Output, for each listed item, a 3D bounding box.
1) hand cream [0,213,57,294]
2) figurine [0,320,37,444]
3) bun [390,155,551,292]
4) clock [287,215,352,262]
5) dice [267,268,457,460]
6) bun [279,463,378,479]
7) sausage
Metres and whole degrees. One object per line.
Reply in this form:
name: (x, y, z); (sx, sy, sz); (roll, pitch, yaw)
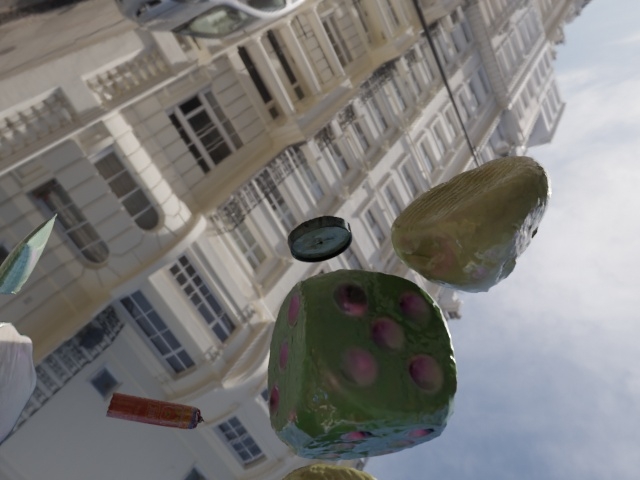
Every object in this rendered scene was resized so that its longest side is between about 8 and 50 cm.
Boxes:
hand cream: (-0.524, 0.029, 0.900); (0.205, 0.050, 0.078); (-39, -162, 34)
figurine: (-0.613, 0.192, 0.704); (0.341, 0.231, 0.323); (8, -157, 6)
bun: (0.331, -0.025, 1.090); (0.361, 0.212, 0.361); (-28, -166, 8)
clock: (0.000, 0.000, 0.646); (0.085, 0.085, 0.017); (-24, -123, 12)
dice: (0.072, 0.269, 1.072); (0.322, 0.319, 0.330); (121, -28, -51)
bun: (0.016, 0.398, 0.623); (0.230, 0.145, 0.229); (12, -161, -4)
sausage: (-0.225, 0.238, 0.703); (0.034, 0.130, 0.034); (-165, -90, -78)
